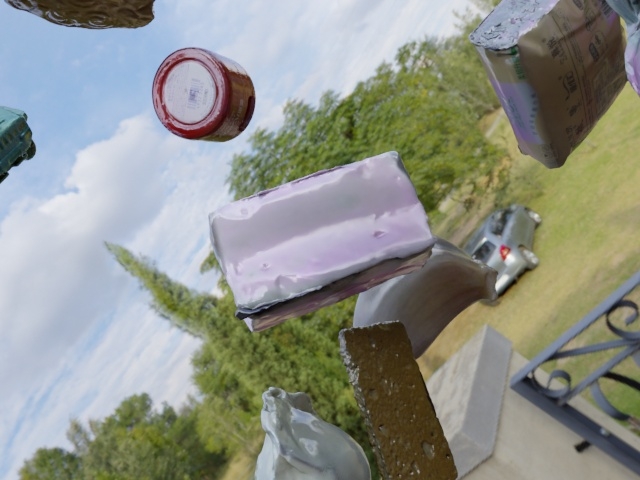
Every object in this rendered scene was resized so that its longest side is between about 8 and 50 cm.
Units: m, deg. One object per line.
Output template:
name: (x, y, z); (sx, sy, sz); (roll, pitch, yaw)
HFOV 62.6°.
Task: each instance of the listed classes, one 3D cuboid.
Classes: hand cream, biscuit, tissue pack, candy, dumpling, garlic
hand cream: (-0.245, -0.302, 1.110); (0.193, 0.193, 0.125); (-57, -12, 19)
biscuit: (0.102, 0.222, 0.704); (0.131, 0.230, 0.025); (0, -25, -40)
tissue pack: (0.351, -0.264, 0.767); (0.215, 0.257, 0.123); (-49, 39, -4)
biscuit: (-0.585, -0.631, 1.276); (0.365, 0.386, 0.062); (147, 117, -63)
candy: (0.000, 0.000, 0.675); (0.265, 0.155, 0.115); (-21, -20, -6)
dumpling: (-0.011, 0.291, 0.673); (0.147, 0.258, 0.193); (-26, 19, 6)
garlic: (0.178, 0.130, 1.137); (0.340, 0.246, 0.231); (-53, 25, 2)

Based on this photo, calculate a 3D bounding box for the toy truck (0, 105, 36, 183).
toy truck: (-0.596, -0.161, 0.807); (0.156, 0.279, 0.155); (90, -165, -49)

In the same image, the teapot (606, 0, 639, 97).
teapot: (0.336, -0.172, 0.463); (0.178, 0.222, 0.163); (-92, 15, -68)
